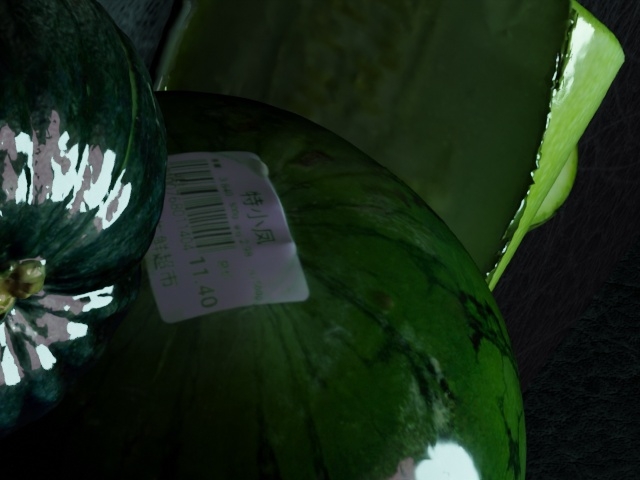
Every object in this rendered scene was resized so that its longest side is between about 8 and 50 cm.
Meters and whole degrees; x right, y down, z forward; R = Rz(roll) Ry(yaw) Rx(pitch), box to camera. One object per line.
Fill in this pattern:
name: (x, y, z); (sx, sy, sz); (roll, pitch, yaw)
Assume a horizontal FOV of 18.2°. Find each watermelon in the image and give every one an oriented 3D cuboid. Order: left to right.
watermelon: (-0.062, 0.101, 0.987); (0.363, 0.363, 0.363); (-54, 166, -20)

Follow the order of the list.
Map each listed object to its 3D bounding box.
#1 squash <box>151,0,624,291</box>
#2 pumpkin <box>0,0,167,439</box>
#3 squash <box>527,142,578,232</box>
squash: (-0.001, -0.027, 1.141); (0.309, 0.233, 0.210); (-58, 166, 0)
pumpkin: (-0.159, -0.016, 0.736); (0.220, 0.162, 0.220); (-31, 139, -31)
squash: (0.101, -0.069, 1.881); (0.260, 0.189, 0.189); (-14, -148, 55)
